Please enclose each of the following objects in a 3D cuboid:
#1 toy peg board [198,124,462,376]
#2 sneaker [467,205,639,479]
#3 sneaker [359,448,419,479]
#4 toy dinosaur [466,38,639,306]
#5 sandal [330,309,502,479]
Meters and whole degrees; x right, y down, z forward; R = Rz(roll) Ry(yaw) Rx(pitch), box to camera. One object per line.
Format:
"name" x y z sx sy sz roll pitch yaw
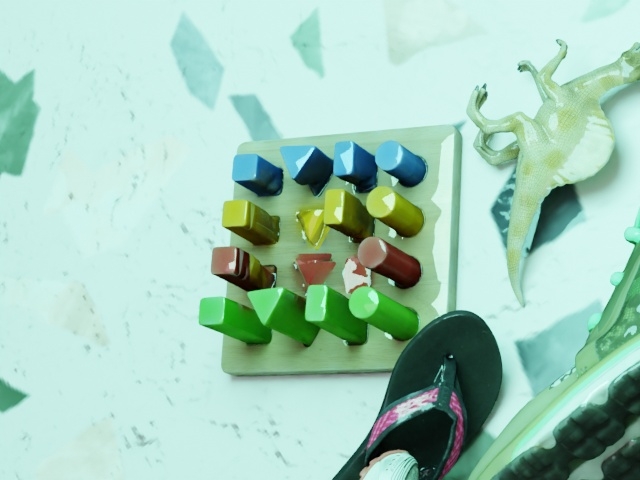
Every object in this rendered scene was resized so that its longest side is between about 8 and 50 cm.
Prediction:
"toy peg board" 0.000 0.000 1.206 0.161 0.079 0.160 -3 74 25
"sneaker" 0.231 0.022 1.081 0.410 0.158 0.182 -46 30 10
"sneaker" 0.068 0.232 1.090 0.093 0.088 0.225 -15 75 14
"toy dinosaur" 0.135 -0.059 1.170 0.093 0.053 0.183 31 90 29
"sandal" 0.056 0.126 1.149 0.067 0.040 0.179 31 97 -9
